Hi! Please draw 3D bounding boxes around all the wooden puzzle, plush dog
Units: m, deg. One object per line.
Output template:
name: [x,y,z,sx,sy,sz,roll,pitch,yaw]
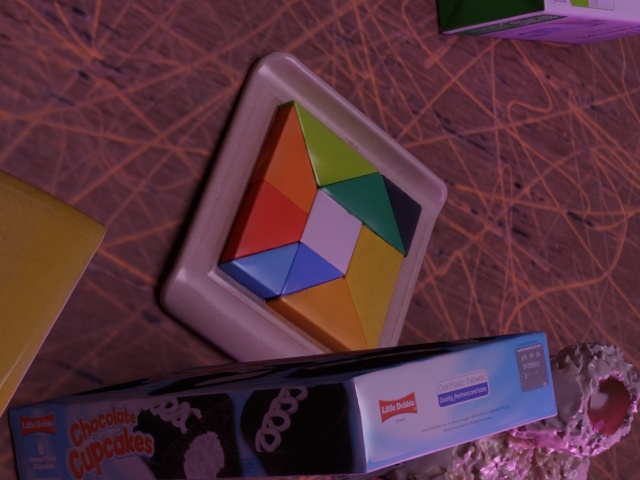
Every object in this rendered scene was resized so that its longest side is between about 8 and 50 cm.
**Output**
wooden puzzle: [0.000,0.000,1.283,0.221,0.044,0.238,38,60,-30]
plush dog: [0.150,0.182,1.375,0.262,0.211,0.225,-56,145,1]

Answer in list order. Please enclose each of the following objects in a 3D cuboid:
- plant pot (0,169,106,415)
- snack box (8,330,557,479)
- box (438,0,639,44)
plant pot: [-0.283,0.039,0.893,0.187,0.212,0.212,40,58,-22]
snack box: [-0.031,0.111,1.052,0.187,0.322,0.060,-8,89,-47]
box: [0.220,-0.325,1.508,0.231,0.127,0.262,-5,89,-48]
